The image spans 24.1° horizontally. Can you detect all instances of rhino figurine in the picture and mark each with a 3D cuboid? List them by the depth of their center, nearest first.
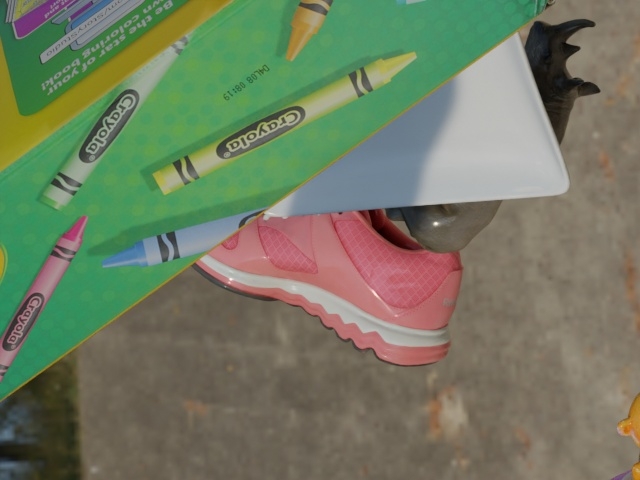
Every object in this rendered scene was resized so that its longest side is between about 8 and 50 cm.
[{"bbox_3d":[0.146,-0.091,1.257,0.106,0.243,0.073,49,-164,26],"label":"rhino figurine"}]

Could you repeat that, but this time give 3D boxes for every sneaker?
[{"bbox_3d":[0.001,0.000,1.450,0.116,0.314,0.136,-27,-42,-65],"label":"sneaker"}]

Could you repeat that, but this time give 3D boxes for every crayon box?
[{"bbox_3d":[-0.063,-0.076,0.607,0.081,0.278,0.165,51,-173,-35],"label":"crayon box"}]

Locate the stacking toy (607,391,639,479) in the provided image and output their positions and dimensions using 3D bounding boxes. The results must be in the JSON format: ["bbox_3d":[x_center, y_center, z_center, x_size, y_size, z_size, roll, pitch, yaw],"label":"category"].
[{"bbox_3d":[0.254,0.230,1.122,0.165,0.175,0.301,-97,4,-58],"label":"stacking toy"}]

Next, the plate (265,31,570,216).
[{"bbox_3d":[0.030,-0.142,1.145,0.277,0.278,0.045,65,-147,-35],"label":"plate"}]
